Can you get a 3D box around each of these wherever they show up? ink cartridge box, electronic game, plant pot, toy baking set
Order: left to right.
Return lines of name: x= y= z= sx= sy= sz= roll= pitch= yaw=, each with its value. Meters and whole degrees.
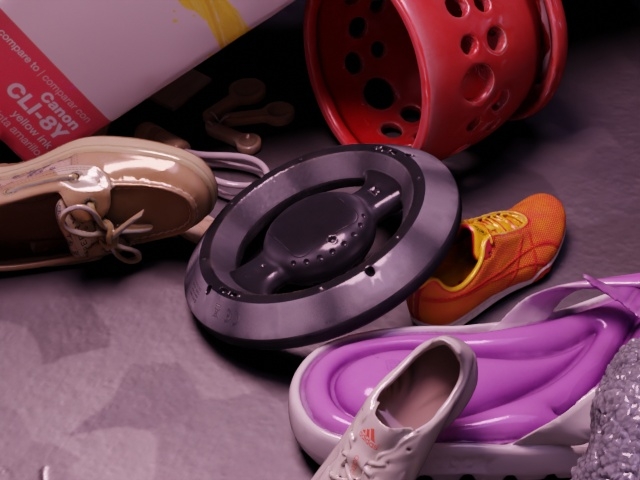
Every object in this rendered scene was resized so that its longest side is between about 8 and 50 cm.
ink cartridge box: x=-0.143 y=-0.276 z=1.263 sx=0.384 sy=0.160 sz=0.279 roll=-31 pitch=32 yaw=19
toy baking set: x=-0.130 y=-0.093 z=1.287 sx=0.196 sy=0.030 sz=0.256 roll=4 pitch=41 yaw=10
electronic game: x=0.000 y=0.000 z=1.118 sx=0.229 sy=0.048 sz=0.229 roll=-17 pitch=35 yaw=13
plant pot: x=0.103 y=-0.167 z=1.241 sx=0.174 sy=0.191 sz=0.191 roll=-18 pitch=41 yaw=-29

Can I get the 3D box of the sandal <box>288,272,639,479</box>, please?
sandal: x=0.184 y=0.080 z=0.999 sx=0.416 sy=0.102 sz=0.169 roll=-12 pitch=41 yaw=-8

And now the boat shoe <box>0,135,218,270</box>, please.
boat shoe: x=-0.223 y=-0.013 z=1.158 sx=0.285 sy=0.104 sz=0.089 roll=-7 pitch=44 yaw=12

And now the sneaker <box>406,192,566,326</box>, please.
sneaker: x=0.136 y=0.007 z=1.119 sx=0.064 sy=0.067 sz=0.175 roll=27 pitch=47 yaw=33

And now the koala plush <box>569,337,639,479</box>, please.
koala plush: x=0.265 y=0.160 z=0.807 sx=0.221 sy=0.203 sz=0.196 roll=13 pitch=44 yaw=28

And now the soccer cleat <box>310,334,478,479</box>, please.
soccer cleat: x=0.034 y=0.142 z=0.911 sx=0.068 sy=0.076 sz=0.196 roll=30 pitch=81 yaw=19
